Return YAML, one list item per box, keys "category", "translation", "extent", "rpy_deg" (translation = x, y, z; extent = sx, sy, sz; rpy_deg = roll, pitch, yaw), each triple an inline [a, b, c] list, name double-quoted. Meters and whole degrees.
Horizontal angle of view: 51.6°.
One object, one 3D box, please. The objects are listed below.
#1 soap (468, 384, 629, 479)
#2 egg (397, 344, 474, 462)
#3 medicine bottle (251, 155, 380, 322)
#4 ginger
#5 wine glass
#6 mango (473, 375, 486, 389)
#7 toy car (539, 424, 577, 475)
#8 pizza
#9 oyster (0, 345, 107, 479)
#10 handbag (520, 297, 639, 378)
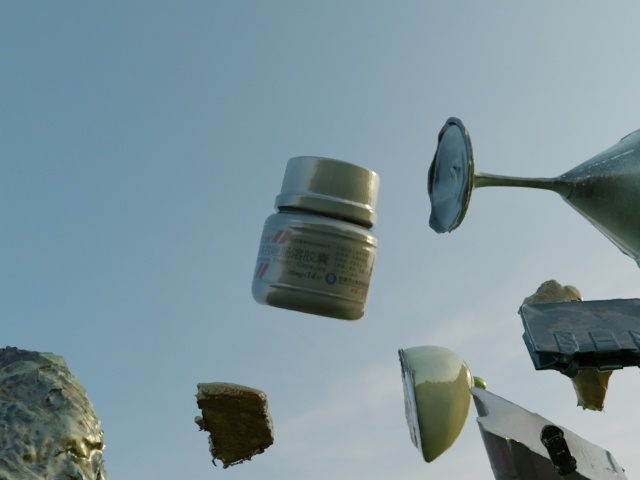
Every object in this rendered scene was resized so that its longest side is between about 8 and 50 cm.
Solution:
- category: "soap"
  translation: [0.457, 0.408, 1.281]
  extent: [0.257, 0.159, 0.302]
  rpy_deg: [-18, -74, 13]
- category: "egg"
  translation: [0.292, 0.394, 1.620]
  extent: [0.173, 0.264, 0.287]
  rpy_deg: [-8, -87, 4]
- category: "medicine bottle"
  translation: [0.000, 0.000, 1.361]
  extent: [0.244, 0.307, 0.245]
  rpy_deg: [11, -7, 1]
- category: "ginger"
  translation: [0.736, 0.289, 1.903]
  extent: [0.236, 0.376, 0.166]
  rpy_deg: [-36, 8, -24]
- category: "wine glass"
  translation: [0.237, -0.057, 0.687]
  extent: [0.232, 0.156, 0.156]
  rpy_deg: [3, -45, -8]
- category: "mango"
  translation: [0.432, 0.425, 1.932]
  extent: [0.108, 0.056, 0.073]
  rpy_deg: [2, -28, -14]
- category: "toy car"
  translation: [0.421, 0.371, 1.176]
  extent: [0.041, 0.093, 0.025]
  rpy_deg: [-23, -6, -7]
- category: "pizza"
  translation: [-0.201, 0.440, 1.557]
  extent: [0.189, 0.071, 0.297]
  rpy_deg: [2, -55, 2]
- category: "oyster"
  translation: [-0.375, 0.249, 0.823]
  extent: [0.198, 0.268, 0.112]
  rpy_deg: [-10, -42, -29]
- category: "handbag"
  translation: [0.650, 0.228, 1.564]
  extent: [0.326, 0.238, 0.090]
  rpy_deg: [-3, -70, 9]
